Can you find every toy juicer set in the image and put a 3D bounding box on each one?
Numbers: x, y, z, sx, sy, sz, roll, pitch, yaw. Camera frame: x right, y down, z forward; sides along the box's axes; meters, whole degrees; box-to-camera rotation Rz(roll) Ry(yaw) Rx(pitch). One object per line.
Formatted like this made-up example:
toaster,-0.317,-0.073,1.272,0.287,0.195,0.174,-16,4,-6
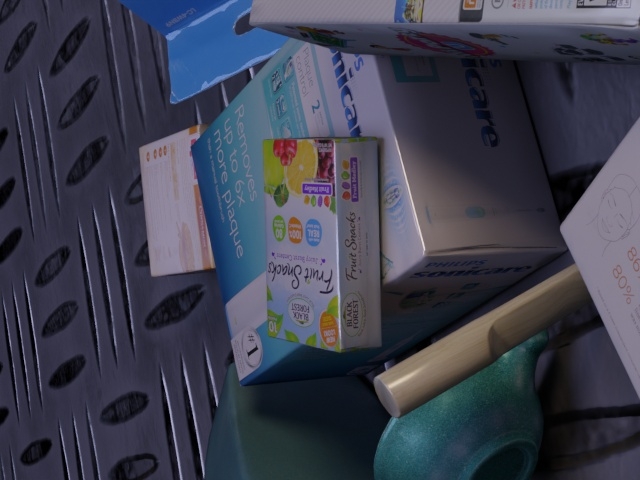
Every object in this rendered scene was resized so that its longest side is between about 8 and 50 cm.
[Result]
toy juicer set,0.067,0.140,1.007,0.089,0.209,0.329,46,136,41

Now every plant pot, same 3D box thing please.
plant pot,-0.014,0.219,1.257,0.234,0.166,0.165,-112,30,-45

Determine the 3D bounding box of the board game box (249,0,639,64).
board game box,0.103,-0.222,0.865,0.303,0.097,0.224,10,91,47

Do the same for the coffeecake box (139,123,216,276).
coffeecake box,-0.121,-0.039,1.534,0.185,0.068,0.142,172,93,-65

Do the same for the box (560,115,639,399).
box,0.221,-0.007,0.790,0.170,0.091,0.130,119,139,-50

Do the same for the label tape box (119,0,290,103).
label tape box,-0.098,-0.325,1.272,0.249,0.115,0.347,-22,71,35

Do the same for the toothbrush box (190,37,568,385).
toothbrush box,0.030,-0.036,1.129,0.295,0.126,0.216,-37,61,54

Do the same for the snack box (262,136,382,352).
snack box,0.000,0.000,1.022,0.100,0.037,0.141,7,100,60
